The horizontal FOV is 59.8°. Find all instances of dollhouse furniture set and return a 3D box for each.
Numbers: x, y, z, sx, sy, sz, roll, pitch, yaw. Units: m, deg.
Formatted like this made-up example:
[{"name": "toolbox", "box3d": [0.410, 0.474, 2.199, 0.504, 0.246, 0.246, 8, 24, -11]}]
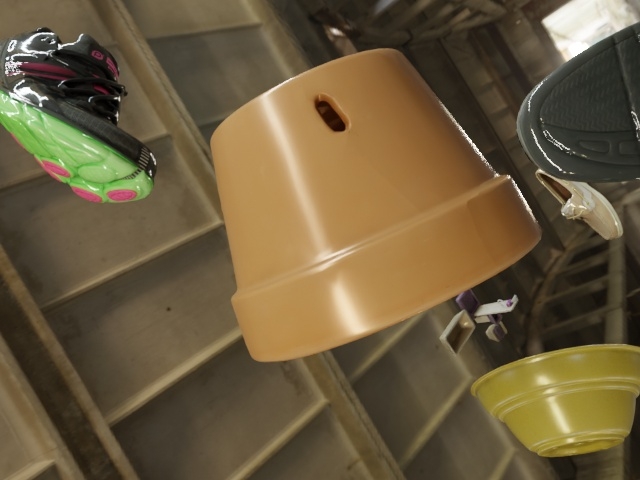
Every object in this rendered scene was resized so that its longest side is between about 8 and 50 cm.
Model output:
[{"name": "dollhouse furniture set", "box3d": [0.229, 0.124, 0.761, 0.114, 0.081, 0.091, -43, -76, -37]}]

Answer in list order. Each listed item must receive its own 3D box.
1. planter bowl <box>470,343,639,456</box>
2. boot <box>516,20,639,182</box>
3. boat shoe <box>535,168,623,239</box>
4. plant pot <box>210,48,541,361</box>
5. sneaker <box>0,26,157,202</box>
[{"name": "planter bowl", "box3d": [0.302, 0.208, 0.678, 0.217, 0.217, 0.090, 27, -135, -41]}, {"name": "boot", "box3d": [0.227, -0.100, 0.374, 0.178, 0.236, 0.085, -75, -38, -85]}, {"name": "boat shoe", "box3d": [0.422, -0.063, 0.921, 0.170, 0.059, 0.063, 57, 173, 21]}, {"name": "plant pot", "box3d": [0.029, -0.042, 0.531, 0.291, 0.291, 0.203, -25, -88, -58]}, {"name": "sneaker", "box3d": [-0.392, -0.226, 0.859, 0.483, 0.202, 0.185, 38, 165, 31]}]
